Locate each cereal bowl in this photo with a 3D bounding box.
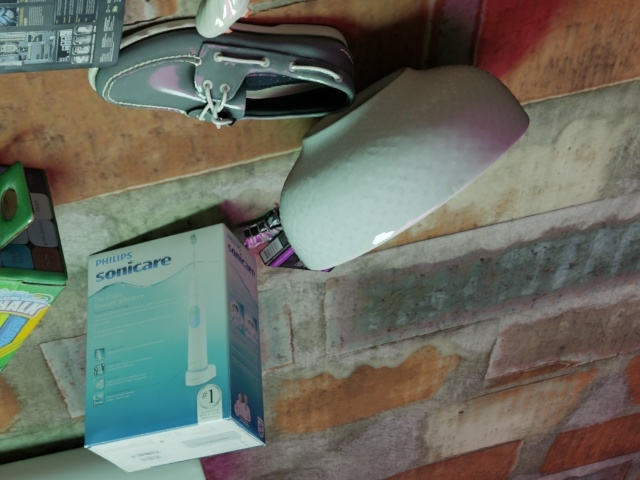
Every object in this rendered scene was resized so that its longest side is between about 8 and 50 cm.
[{"bbox_3d":[0.082,-0.115,1.633,0.339,0.141,0.339,-33,-170,6],"label":"cereal bowl"}]

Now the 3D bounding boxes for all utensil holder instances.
[{"bbox_3d":[-0.400,0.522,2.366,0.386,0.327,0.327,-12,150,-15],"label":"utensil holder"}]

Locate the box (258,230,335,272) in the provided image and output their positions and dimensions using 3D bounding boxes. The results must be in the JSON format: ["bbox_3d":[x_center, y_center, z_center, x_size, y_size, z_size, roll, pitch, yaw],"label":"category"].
[{"bbox_3d":[0.000,0.000,1.951,0.116,0.029,0.162,-41,152,25],"label":"box"}]

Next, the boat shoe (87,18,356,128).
[{"bbox_3d":[-0.107,-0.187,1.544,0.320,0.099,0.116,-6,148,-20],"label":"boat shoe"}]

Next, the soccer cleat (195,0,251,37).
[{"bbox_3d":[-0.089,-0.300,1.406,0.076,0.068,0.196,15,130,-36],"label":"soccer cleat"}]

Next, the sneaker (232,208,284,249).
[{"bbox_3d":[-0.082,-0.022,1.904,0.098,0.038,0.069,-10,149,-32],"label":"sneaker"}]

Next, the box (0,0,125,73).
[{"bbox_3d":[-0.293,-0.265,1.356,0.183,0.059,0.232,-7,150,-18],"label":"box"}]

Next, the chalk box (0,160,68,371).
[{"bbox_3d":[-0.437,0.017,1.636,0.179,0.180,0.289,6,142,-35],"label":"chalk box"}]

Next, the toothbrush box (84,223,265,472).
[{"bbox_3d":[-0.203,0.148,1.828,0.216,0.295,0.126,-14,151,15],"label":"toothbrush box"}]
